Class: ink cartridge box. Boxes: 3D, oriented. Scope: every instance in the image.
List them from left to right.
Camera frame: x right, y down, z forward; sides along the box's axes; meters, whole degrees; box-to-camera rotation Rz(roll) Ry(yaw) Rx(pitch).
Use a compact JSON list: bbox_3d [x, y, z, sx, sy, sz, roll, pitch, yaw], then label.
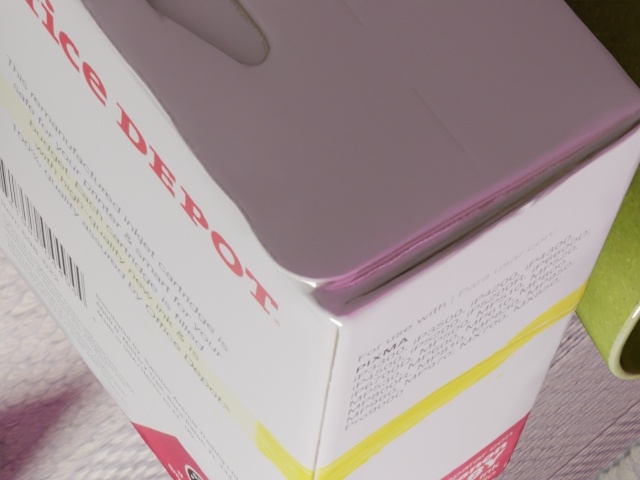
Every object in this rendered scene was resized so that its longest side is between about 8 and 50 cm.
[{"bbox_3d":[-0.025,-0.026,0.901,0.160,0.279,0.384,-32,160,-18],"label":"ink cartridge box"}]

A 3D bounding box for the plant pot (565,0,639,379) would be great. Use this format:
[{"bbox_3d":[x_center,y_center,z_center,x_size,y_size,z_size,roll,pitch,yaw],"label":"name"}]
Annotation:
[{"bbox_3d":[0.159,-0.133,0.960,0.275,0.293,0.275,-33,161,-13],"label":"plant pot"}]
